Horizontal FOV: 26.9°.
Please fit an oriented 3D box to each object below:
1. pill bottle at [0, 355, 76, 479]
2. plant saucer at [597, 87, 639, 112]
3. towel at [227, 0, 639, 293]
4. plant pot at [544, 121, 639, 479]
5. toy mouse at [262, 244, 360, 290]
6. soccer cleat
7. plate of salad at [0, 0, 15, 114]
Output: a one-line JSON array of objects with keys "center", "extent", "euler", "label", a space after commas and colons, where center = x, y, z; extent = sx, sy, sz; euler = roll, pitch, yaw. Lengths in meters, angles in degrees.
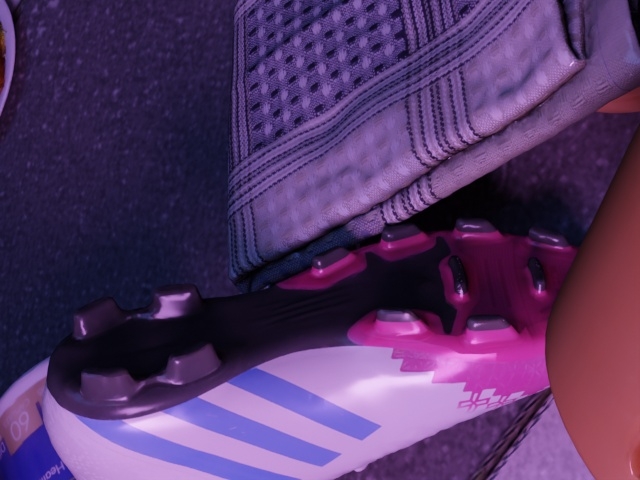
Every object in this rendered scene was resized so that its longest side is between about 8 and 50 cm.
[{"center": [-0.103, 0.202, 0.848], "extent": [0.153, 0.153, 0.264], "euler": [-47, 53, 20], "label": "pill bottle"}, {"center": [0.183, -0.175, 0.789], "extent": [0.200, 0.037, 0.200], "euler": [-12, 71, 38], "label": "plant saucer"}, {"center": [0.051, -0.156, 0.825], "extent": [0.324, 0.056, 0.312], "euler": [-29, 45, 36], "label": "towel"}, {"center": [0.229, 0.024, 0.552], "extent": [0.203, 0.291, 0.291], "euler": [-54, 48, 36], "label": "plant pot"}, {"center": [0.000, 0.000, 0.898], "extent": [0.143, 0.031, 0.161], "euler": [28, 95, 42], "label": "toy mouse"}, {"center": [0.011, 0.081, 0.768], "extent": [0.331, 0.143, 0.116], "euler": [-9, 38, -4], "label": "soccer cleat"}, {"center": [-0.351, -0.146, 1.229], "extent": [0.200, 0.048, 0.199], "euler": [-12, 71, 38], "label": "plate of salad"}]
